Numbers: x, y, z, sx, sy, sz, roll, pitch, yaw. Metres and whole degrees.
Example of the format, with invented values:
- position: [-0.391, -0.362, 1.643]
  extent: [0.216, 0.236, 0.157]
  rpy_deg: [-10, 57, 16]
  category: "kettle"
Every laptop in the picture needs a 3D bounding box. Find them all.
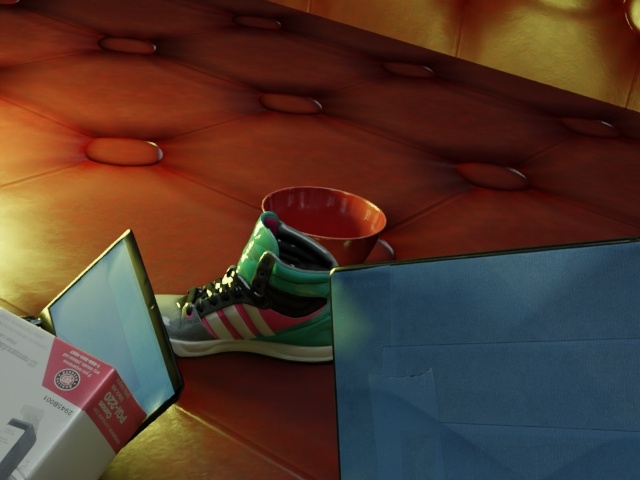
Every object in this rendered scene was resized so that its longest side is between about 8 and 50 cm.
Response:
- position: [-0.300, 0.122, 1.021]
  extent: [0.264, 0.137, 0.234]
  rpy_deg: [-4, 44, -24]
  category: "laptop"
- position: [0.084, 0.213, 0.615]
  extent: [0.381, 0.236, 0.408]
  rpy_deg: [-8, 28, 44]
  category: "laptop"

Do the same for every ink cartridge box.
- position: [-0.287, 0.187, 0.895]
  extent: [0.158, 0.092, 0.218]
  rpy_deg: [22, 61, 27]
  category: "ink cartridge box"

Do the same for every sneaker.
- position: [-0.101, 0.052, 1.249]
  extent: [0.295, 0.179, 0.124]
  rpy_deg: [4, 25, -9]
  category: "sneaker"

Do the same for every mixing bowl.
- position: [0.000, 0.000, 1.486]
  extent: [0.181, 0.098, 0.181]
  rpy_deg: [7, 26, -3]
  category: "mixing bowl"
